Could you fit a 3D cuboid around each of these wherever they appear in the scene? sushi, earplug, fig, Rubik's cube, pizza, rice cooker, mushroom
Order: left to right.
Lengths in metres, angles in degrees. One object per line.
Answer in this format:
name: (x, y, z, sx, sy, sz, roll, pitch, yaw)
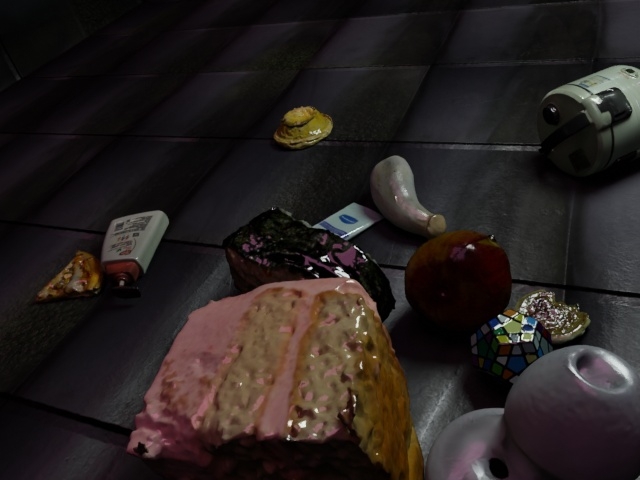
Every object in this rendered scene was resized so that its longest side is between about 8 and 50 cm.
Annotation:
pizza: (-0.616, 0.093, 1.402, 0.176, 0.036, 0.184, -22, 38, -8)
sushi: (-0.033, 0.076, 1.079, 0.350, 0.210, 0.171, 31, 62, 29)
mushroom: (0.190, -0.090, 1.323, 0.118, 0.103, 0.270, -22, 49, 0)
fig: (0.273, 0.032, 1.073, 0.191, 0.190, 0.290, 9, 45, 27)
Rubik's cube: (0.311, 0.177, 0.934, 0.133, 0.133, 0.112, -6, 10, 11)
earplug: (0.289, 0.277, 0.773, 0.325, 0.175, 0.214, -44, 38, 12)
rice cooker: (0.625, -0.265, 1.297, 0.244, 0.226, 0.226, -20, 38, -11)

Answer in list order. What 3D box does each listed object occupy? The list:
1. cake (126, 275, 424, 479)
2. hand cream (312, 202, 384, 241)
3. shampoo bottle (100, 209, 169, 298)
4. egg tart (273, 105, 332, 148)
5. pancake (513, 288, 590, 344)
cake: (-0.035, 0.245, 0.819, 0.307, 0.314, 0.293, -12, 35, 19)
hand cream: (0.000, 0.000, 1.317, 0.321, 0.067, 0.109, -30, 39, -30)
shampoo bottle: (-0.460, 0.040, 1.392, 0.153, 0.071, 0.284, -11, 41, 1)
egg tart: (-0.056, -0.350, 1.737, 0.191, 0.074, 0.191, -10, 36, 7)
pancake: (0.407, 0.139, 1.024, 0.116, 0.022, 0.130, -36, 38, -25)
